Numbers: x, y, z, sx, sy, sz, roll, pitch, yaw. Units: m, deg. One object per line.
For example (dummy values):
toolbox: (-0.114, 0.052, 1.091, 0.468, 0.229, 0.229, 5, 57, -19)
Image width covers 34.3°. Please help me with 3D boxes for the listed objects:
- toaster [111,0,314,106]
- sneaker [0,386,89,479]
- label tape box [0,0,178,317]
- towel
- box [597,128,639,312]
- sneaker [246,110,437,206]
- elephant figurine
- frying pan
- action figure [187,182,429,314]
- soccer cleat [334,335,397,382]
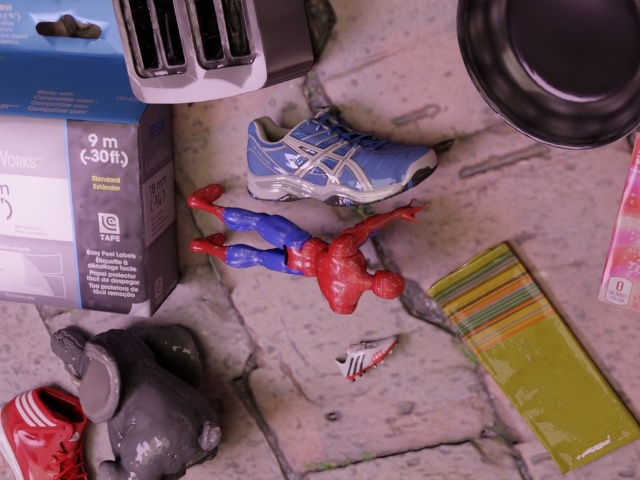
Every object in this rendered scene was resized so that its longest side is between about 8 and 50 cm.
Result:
toaster: (-0.106, -0.219, 1.021, 0.168, 0.110, 0.186, -1, 108, 28)
sneaker: (-0.334, 0.292, 1.346, 0.128, 0.087, 0.221, -32, 94, 34)
label tape box: (-0.289, -0.096, 1.140, 0.240, 0.106, 0.334, 5, 112, 12)
towel: (0.212, 0.119, 1.037, 0.102, 0.021, 0.237, -36, 90, 33)
box: (0.395, -0.001, 0.826, 0.300, 0.142, 0.154, 17, 115, 21)
sneaker: (0.013, -0.083, 1.029, 0.211, 0.080, 0.081, 1, 112, 26)
elephant figurine: (-0.223, 0.168, 1.212, 0.186, 0.169, 0.239, -29, 77, 4)
frying pan: (0.205, -0.220, 0.847, 0.197, 0.053, 0.326, 28, 137, 29)
action figure: (0.000, 0.000, 1.072, 0.280, 0.139, 0.091, 22, 123, 44)
soccer cleat: (0.049, 0.121, 1.118, 0.035, 0.029, 0.083, 48, 127, -1)
